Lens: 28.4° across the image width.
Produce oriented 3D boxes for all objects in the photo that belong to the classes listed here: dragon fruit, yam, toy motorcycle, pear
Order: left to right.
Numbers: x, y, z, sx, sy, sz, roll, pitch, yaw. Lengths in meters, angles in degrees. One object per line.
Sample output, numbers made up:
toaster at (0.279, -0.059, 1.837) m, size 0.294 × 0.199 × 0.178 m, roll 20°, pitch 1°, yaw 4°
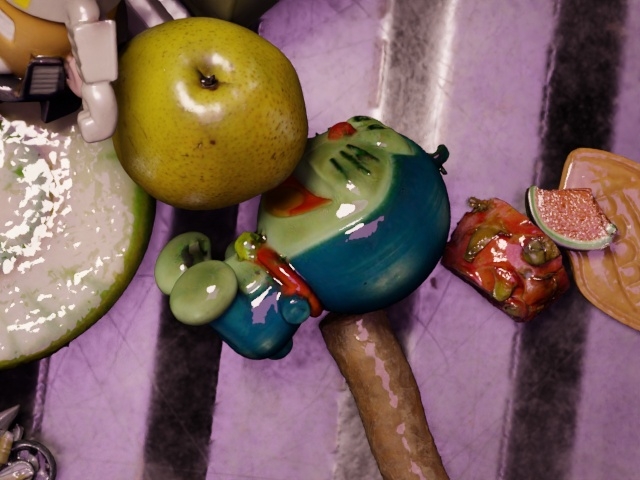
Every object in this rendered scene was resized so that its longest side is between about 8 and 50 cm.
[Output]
toy motorcycle at (-0.398, 0.246, 1.316) m, size 0.225 × 0.073 × 0.152 m, roll -31°, pitch 91°, yaw -3°
pear at (-0.106, -0.121, 1.192) m, size 0.198 × 0.198 × 0.198 m, roll 0°, pitch 91°, yaw -5°
yam at (0.100, 0.232, 1.358) m, size 0.081 × 0.081 × 0.357 m, roll -26°, pitch 94°, yaw -4°
dragon fruit at (0.201, 0.026, 1.352) m, size 0.147 × 0.096 × 0.102 m, roll 40°, pitch 92°, yaw -2°

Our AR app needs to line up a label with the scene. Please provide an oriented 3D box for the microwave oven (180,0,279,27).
microwave oven at (-0.126, -0.429, 1.207) m, size 0.247 × 0.333 × 0.394 m, roll -42°, pitch 94°, yaw -8°

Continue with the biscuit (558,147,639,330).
biscuit at (0.336, -0.003, 1.396) m, size 0.142 × 0.029 × 0.221 m, roll -20°, pitch 92°, yaw -4°

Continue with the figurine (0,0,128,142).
figurine at (-0.236, -0.222, 1.098) m, size 0.143 × 0.308 × 0.308 m, roll -2°, pitch 91°, yaw -18°

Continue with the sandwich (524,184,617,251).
sandwich at (0.271, -0.023, 1.369) m, size 0.101 × 0.026 × 0.069 m, roll 3°, pitch 87°, yaw 5°

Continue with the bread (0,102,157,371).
bread at (-0.352, -0.044, 1.277) m, size 0.366 × 0.129 × 0.382 m, roll 9°, pitch 84°, yaw -12°

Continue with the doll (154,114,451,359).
doll at (0.000, 0.000, 1.284) m, size 0.322 × 0.198 × 0.186 m, roll -35°, pitch 119°, yaw 0°

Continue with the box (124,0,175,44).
box at (-0.212, -0.258, 1.308) m, size 0.055 × 0.103 × 0.244 m, roll -39°, pitch 94°, yaw -3°
